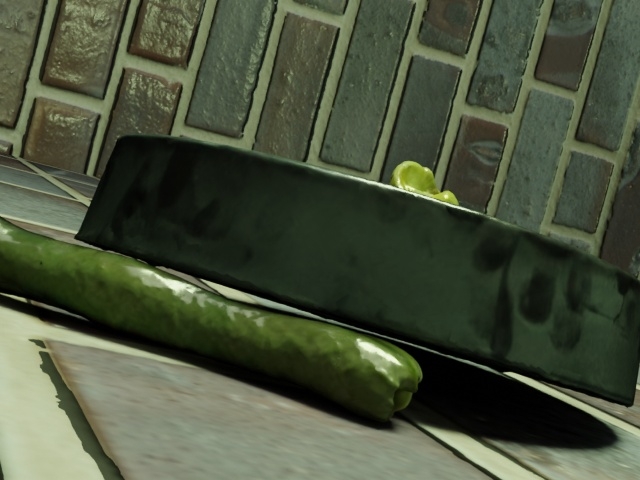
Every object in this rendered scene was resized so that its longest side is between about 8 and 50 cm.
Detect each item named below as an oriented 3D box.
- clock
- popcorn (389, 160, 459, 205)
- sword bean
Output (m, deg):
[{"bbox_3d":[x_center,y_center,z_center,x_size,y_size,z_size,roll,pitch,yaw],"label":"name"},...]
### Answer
[{"bbox_3d":[0.024,0.018,0.615,0.319,0.066,0.319,16,-4,1],"label":"clock"},{"bbox_3d":[0.085,0.015,0.997,0.135,0.162,0.141,-33,9,-39],"label":"popcorn"},{"bbox_3d":[-0.084,0.024,0.477,0.269,0.038,0.043,17,-3,15],"label":"sword bean"}]
